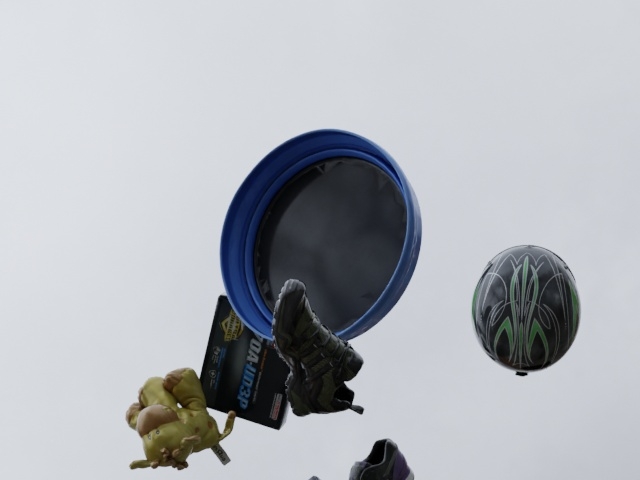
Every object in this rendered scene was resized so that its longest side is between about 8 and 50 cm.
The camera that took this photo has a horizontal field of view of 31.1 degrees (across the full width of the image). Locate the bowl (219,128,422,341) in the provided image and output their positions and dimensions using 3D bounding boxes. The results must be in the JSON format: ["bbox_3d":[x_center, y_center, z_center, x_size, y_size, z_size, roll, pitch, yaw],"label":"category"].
[{"bbox_3d":[0.000,0.000,2.012,0.391,0.391,0.077,-46,-34,12],"label":"bowl"}]

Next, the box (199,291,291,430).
[{"bbox_3d":[-0.127,0.222,2.144,0.051,0.175,0.220,-32,-43,-75],"label":"box"}]

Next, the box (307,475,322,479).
[{"bbox_3d":[-0.046,0.574,1.638,0.343,0.312,0.179,-39,-57,6],"label":"box"}]

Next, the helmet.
[{"bbox_3d":[0.287,0.097,1.611,0.169,0.169,0.161,-32,-28,-6],"label":"helmet"}]

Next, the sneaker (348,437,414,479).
[{"bbox_3d":[0.081,0.536,2.439,0.283,0.107,0.124,-47,-59,-39],"label":"sneaker"}]

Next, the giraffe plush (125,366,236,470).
[{"bbox_3d":[-0.266,0.341,2.033,0.181,0.210,0.170,-57,-11,14],"label":"giraffe plush"}]

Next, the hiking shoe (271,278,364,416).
[{"bbox_3d":[0.003,0.146,1.585,0.114,0.086,0.227,-1,-55,14],"label":"hiking shoe"}]
